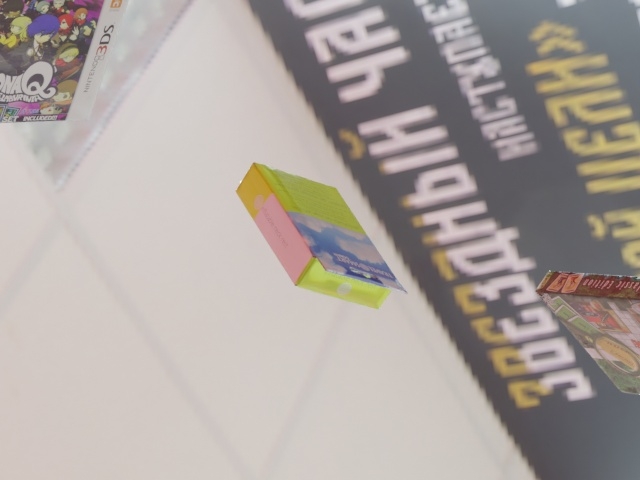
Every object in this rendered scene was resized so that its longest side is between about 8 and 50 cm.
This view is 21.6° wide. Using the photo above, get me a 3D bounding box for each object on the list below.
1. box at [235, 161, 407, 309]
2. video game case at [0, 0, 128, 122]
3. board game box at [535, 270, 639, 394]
[{"bbox_3d":[0.000,0.000,1.612,0.109,0.042,0.178,16,-153,-37],"label":"box"},{"bbox_3d":[-0.348,-0.221,1.909,0.232,0.210,0.042,-4,-132,-32],"label":"video game case"},{"bbox_3d":[0.292,0.082,1.318,0.136,0.259,0.030,45,-110,-23],"label":"board game box"}]
